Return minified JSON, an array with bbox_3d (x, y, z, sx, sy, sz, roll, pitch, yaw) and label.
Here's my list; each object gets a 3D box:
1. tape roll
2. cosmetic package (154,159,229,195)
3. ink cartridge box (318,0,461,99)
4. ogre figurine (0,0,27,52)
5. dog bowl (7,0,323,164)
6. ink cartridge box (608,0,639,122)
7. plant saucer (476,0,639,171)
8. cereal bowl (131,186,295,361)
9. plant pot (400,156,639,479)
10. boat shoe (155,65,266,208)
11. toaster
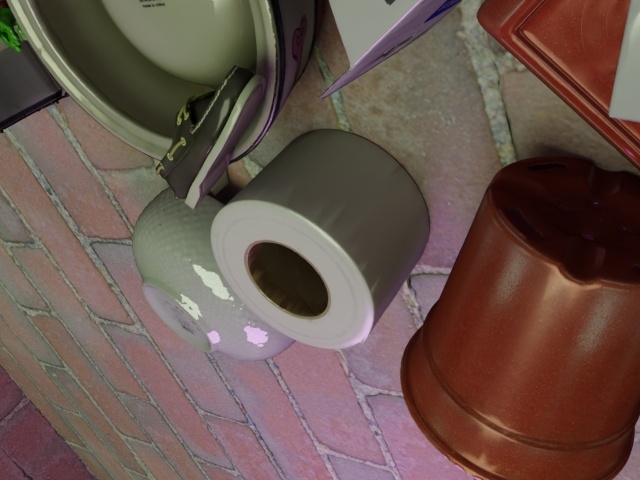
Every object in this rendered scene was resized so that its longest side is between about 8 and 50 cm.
[{"bbox_3d":[0.000,0.000,0.854,0.246,0.169,0.246,23,139,22],"label":"tape roll"},{"bbox_3d":[-0.204,-0.118,1.009,0.115,0.041,0.060,19,137,25],"label":"cosmetic package"},{"bbox_3d":[0.126,-0.243,0.479,0.069,0.175,0.371,52,147,-3],"label":"ink cartridge box"},{"bbox_3d":[-0.442,-0.329,0.936,0.197,0.118,0.097,-4,129,44],"label":"ogre figurine"},{"bbox_3d":[-0.175,-0.291,0.727,0.407,0.150,0.408,23,139,22],"label":"dog bowl"},{"bbox_3d":[0.267,-0.158,0.391,0.127,0.176,0.128,16,137,27],"label":"ink cartridge box"},{"bbox_3d":[0.292,-0.181,0.532,0.259,0.048,0.258,41,142,-3],"label":"plant saucer"},{"bbox_3d":[-0.189,0.081,1.069,0.338,0.141,0.339,31,150,21],"label":"cereal bowl"},{"bbox_3d":[0.240,0.074,0.675,0.272,0.272,0.265,24,131,20],"label":"plant pot"},{"bbox_3d":[-0.124,-0.110,0.675,0.068,0.081,0.228,38,145,-5],"label":"boat shoe"},{"bbox_3d":[-0.532,-0.241,1.064,0.168,0.185,0.110,4,128,48],"label":"toaster"}]
